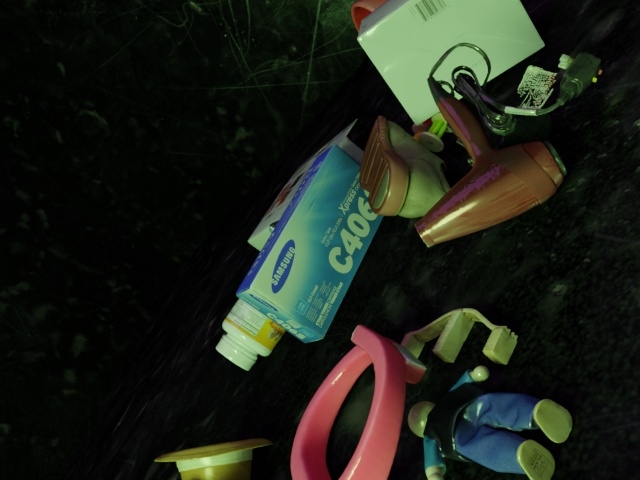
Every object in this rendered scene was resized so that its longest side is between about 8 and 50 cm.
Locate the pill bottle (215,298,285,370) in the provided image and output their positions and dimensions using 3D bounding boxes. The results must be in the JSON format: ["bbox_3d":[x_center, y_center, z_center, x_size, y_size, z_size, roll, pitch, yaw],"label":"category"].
[{"bbox_3d":[-0.120,0.154,1.257,0.215,0.117,0.117,-56,15,-9],"label":"pill bottle"}]

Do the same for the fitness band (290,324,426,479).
[{"bbox_3d":[0.033,0.209,0.721,0.209,0.054,0.291,-61,7,-2],"label":"fitness band"}]

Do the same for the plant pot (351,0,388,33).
[{"bbox_3d":[0.249,-0.520,1.430,0.243,0.275,0.275,-43,15,1],"label":"plant pot"}]

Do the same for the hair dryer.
[{"bbox_3d":[0.211,-0.117,0.795,0.224,0.080,0.293,19,76,41],"label":"hair dryer"}]

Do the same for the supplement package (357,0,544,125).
[{"bbox_3d":[0.232,-0.383,1.130,0.262,0.204,0.145,-30,23,22],"label":"supplement package"}]

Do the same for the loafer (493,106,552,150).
[{"bbox_3d":[0.254,-0.110,0.845,0.170,0.062,0.061,-53,10,-4],"label":"loafer"}]

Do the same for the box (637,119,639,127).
[{"bbox_3d":[0.412,-0.177,0.549,0.190,0.045,0.184,-54,17,-7],"label":"box"}]

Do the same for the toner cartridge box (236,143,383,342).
[{"bbox_3d":[0.000,0.000,1.155,0.075,0.165,0.348,-28,29,58],"label":"toner cartridge box"}]

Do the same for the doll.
[{"bbox_3d":[0.138,0.177,0.573,0.129,0.046,0.189,-58,16,-20],"label":"doll"}]

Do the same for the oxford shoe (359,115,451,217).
[{"bbox_3d":[0.147,-0.125,1.090,0.348,0.130,0.123,-92,16,-59],"label":"oxford shoe"}]

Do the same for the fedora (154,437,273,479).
[{"bbox_3d":[-0.158,0.351,0.931,0.194,0.194,0.079,-34,60,51],"label":"fedora"}]

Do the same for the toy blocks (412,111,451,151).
[{"bbox_3d":[0.232,-0.238,1.205,0.148,0.054,0.123,-58,15,-17],"label":"toy blocks"}]

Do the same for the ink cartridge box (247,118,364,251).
[{"bbox_3d":[0.001,-0.101,1.443,0.309,0.130,0.272,-29,26,56],"label":"ink cartridge box"}]

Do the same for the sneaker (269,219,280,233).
[{"bbox_3d":[-0.051,0.021,1.296,0.063,0.162,0.073,-32,-24,-47],"label":"sneaker"}]

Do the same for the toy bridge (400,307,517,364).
[{"bbox_3d":[0.155,0.110,0.710,0.063,0.026,0.188,-57,15,-22],"label":"toy bridge"}]
